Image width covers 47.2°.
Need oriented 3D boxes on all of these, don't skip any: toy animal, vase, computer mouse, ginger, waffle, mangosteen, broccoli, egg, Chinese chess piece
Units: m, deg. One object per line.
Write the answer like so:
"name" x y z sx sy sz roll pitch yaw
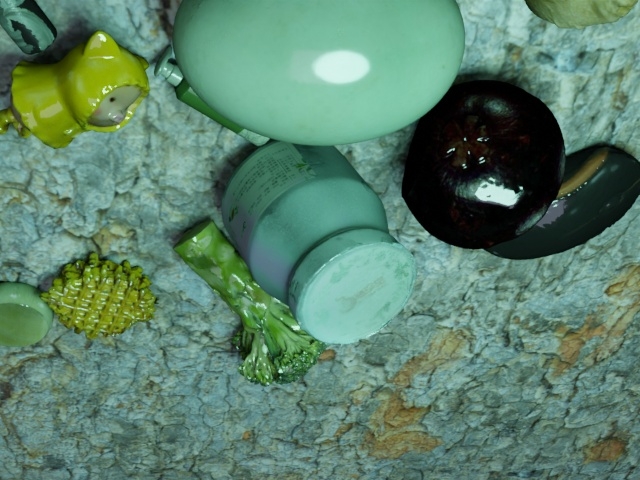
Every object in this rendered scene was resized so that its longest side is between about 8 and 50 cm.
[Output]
"toy animal" -0.361 -0.212 1.062 0.229 0.156 0.156 -23 131 10
"vase" -0.434 -0.345 0.971 0.060 0.060 0.211 -19 138 9
"computer mouse" 0.441 -0.055 1.345 0.323 0.116 0.183 -26 135 14
"ginger" 0.320 -0.373 0.964 0.221 0.275 0.130 43 105 9
"waffle" -0.414 0.111 1.397 0.193 0.070 0.197 -26 133 15
"mangosteen" 0.254 -0.115 1.184 0.233 0.287 0.288 8 131 -3
"broccoli" -0.110 0.104 1.370 0.252 0.221 0.361 10 142 33
"egg" 0.000 -0.265 0.976 0.389 0.276 0.276 -3 132 -6
"Chinese chess piece" -0.588 0.142 1.406 0.144 0.058 0.144 -5 134 -5

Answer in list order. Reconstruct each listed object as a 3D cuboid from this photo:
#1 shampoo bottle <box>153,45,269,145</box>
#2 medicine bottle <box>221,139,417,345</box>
"shampoo bottle" -0.163 -0.222 1.139 0.204 0.065 0.065 28 122 -29
"medicine bottle" 0.000 0.000 1.169 0.245 0.290 0.245 -16 130 -20
